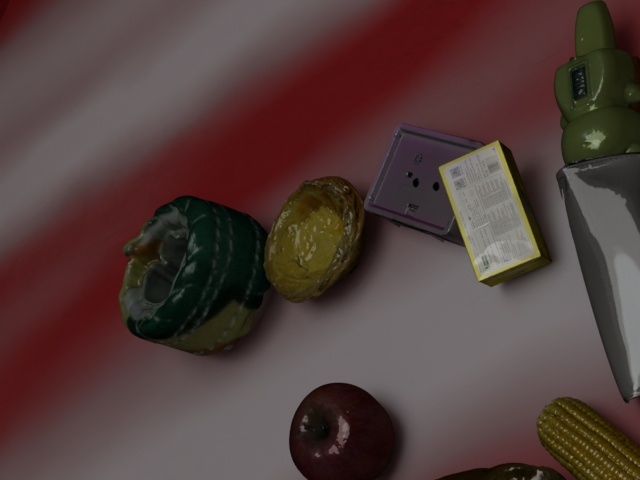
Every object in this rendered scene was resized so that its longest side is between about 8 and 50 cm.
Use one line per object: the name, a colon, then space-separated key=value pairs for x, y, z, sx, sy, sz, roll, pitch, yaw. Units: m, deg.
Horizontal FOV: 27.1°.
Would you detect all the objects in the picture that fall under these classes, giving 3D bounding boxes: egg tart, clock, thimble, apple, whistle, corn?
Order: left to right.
thimble: x=-0.214 y=0.057 z=2.218 sx=0.288 sy=0.167 sz=0.254 roll=12 pitch=82 yaw=59
egg tart: x=0.002 y=0.000 z=2.086 sx=0.212 sy=0.090 sz=0.213 roll=-27 pitch=52 yaw=40
apple: x=0.033 y=0.282 z=1.889 sx=0.153 sy=0.120 sz=0.153 roll=-18 pitch=60 yaw=35
clock: x=0.167 y=-0.082 z=1.963 sx=0.197 sy=0.063 sz=0.150 roll=21 pitch=87 yaw=51
whistle: x=0.370 y=-0.186 z=1.753 sx=0.131 sy=0.106 sz=0.288 roll=-23 pitch=56 yaw=43
corn: x=0.349 y=0.272 z=1.570 sx=0.081 sy=0.081 sz=0.248 roll=-58 pitch=40 yaw=9

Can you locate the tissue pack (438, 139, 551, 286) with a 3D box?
tissue pack: x=0.238 y=-0.035 z=1.812 sx=0.095 sy=0.062 sz=0.176 roll=-25 pitch=72 yaw=19

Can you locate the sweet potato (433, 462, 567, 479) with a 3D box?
sweet potato: x=0.161 y=0.371 z=1.689 sx=0.369 sy=0.157 sz=0.158 roll=-19 pitch=58 yaw=50

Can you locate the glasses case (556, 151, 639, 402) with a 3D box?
glasses case: x=0.387 y=0.039 z=1.626 sx=0.128 sy=0.083 sz=0.308 roll=-19 pitch=70 yaw=22
